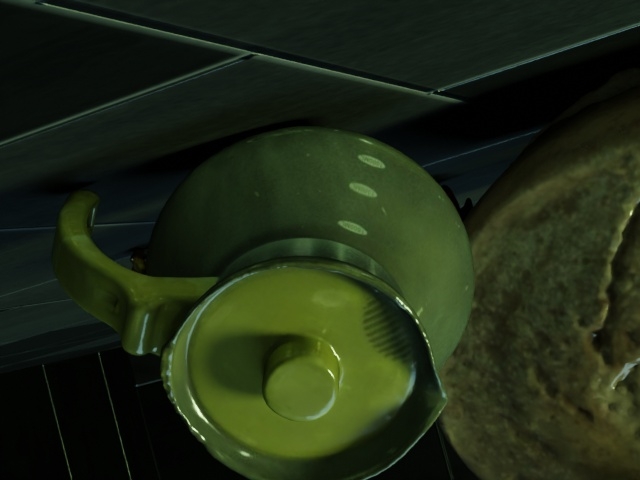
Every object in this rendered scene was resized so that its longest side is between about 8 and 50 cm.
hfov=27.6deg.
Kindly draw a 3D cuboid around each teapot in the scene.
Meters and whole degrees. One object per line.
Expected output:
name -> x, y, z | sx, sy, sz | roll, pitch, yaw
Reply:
teapot -> -0.022, 0.021, 0.498 | 0.165, 0.130, 0.119 | 13, -153, -5

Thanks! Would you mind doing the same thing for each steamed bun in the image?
steamed bun -> 0.198, -0.001, 0.610 | 0.301, 0.199, 0.251 | -7, -163, 25

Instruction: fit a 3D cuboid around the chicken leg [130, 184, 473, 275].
chicken leg -> 0.000, 0.000, 0.862 | 0.253, 0.051, 0.106 | -10, 179, -29
